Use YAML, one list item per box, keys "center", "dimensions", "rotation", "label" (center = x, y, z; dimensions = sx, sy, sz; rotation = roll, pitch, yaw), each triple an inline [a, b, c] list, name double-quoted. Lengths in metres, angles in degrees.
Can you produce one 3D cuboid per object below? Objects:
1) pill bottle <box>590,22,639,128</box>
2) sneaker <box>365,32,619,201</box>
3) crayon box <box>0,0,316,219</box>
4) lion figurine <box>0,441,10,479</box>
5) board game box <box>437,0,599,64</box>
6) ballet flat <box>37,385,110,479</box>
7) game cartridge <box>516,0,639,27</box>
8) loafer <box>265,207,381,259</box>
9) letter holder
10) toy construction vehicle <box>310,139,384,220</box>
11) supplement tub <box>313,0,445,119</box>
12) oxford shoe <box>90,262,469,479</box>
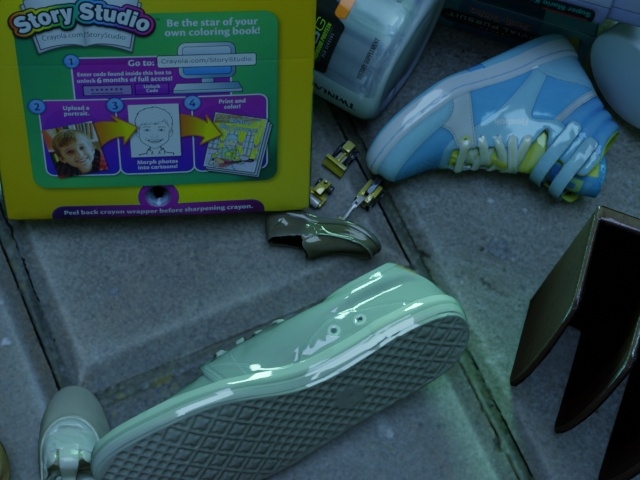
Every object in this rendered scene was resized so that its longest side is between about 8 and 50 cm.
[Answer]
- center: [0.515, -0.282, 1.650]
  dimensions: [0.334, 0.188, 0.188]
  rotation: [-33, 75, -16]
  label: "pill bottle"
- center: [0.230, -0.111, 1.590]
  dimensions: [0.319, 0.127, 0.208]
  rotation: [-29, 72, -15]
  label: "sneaker"
- center: [-0.191, -0.180, 1.477]
  dimensions: [0.363, 0.313, 0.106]
  rotation: [-2, 38, -5]
  label: "crayon box"
- center: [-0.440, 0.189, 1.426]
  dimensions: [0.240, 0.142, 0.392]
  rotation: [-27, 87, -22]
  label: "lion figurine"
- center: [0.273, -0.426, 1.744]
  dimensions: [0.254, 0.079, 0.336]
  rotation: [17, 68, 1]
  label: "board game box"
- center: [-0.271, 0.272, 1.419]
  dimensions: [0.086, 0.086, 0.248]
  rotation: [-3, 68, -6]
  label: "ballet flat"
- center: [0.230, -0.359, 1.575]
  dimensions: [0.355, 0.068, 0.230]
  rotation: [15, 37, -2]
  label: "game cartridge"
- center: [0.000, 0.000, 1.567]
  dimensions: [0.148, 0.056, 0.050]
  rotation: [15, 68, 12]
  label: "loafer"
- center: [0.305, 0.133, 1.405]
  dimensions: [0.152, 0.302, 0.214]
  rotation: [20, 69, 3]
  label: "letter holder"
- center: [0.032, -0.071, 1.606]
  dimensions: [0.086, 0.035, 0.098]
  rotation: [41, 71, 11]
  label: "toy construction vehicle"
- center: [-0.031, -0.312, 1.604]
  dimensions: [0.338, 0.207, 0.207]
  rotation: [29, 69, 7]
  label: "supplement tub"
- center: [-0.050, 0.159, 1.455]
  dimensions: [0.449, 0.169, 0.130]
  rotation: [-26, 48, -11]
  label: "oxford shoe"
